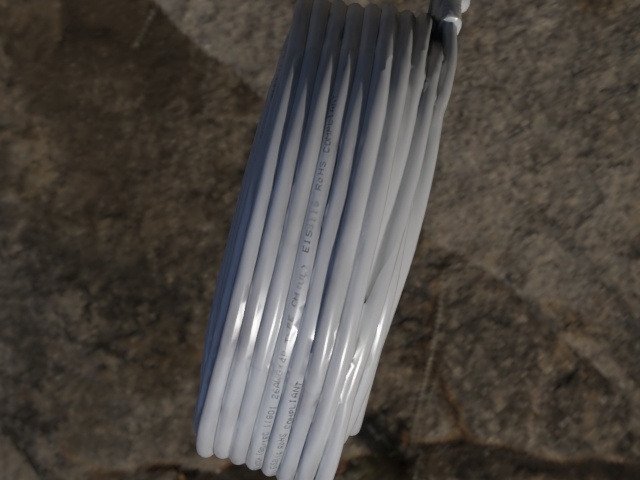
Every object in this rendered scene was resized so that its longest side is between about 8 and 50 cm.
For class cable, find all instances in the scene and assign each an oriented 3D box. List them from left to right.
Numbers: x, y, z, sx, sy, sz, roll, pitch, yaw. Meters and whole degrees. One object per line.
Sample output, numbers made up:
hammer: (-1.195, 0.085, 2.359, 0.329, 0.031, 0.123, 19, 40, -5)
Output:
cable: (0.000, 0.000, 0.692, 0.089, 0.257, 0.257, 15, 124, 1)
